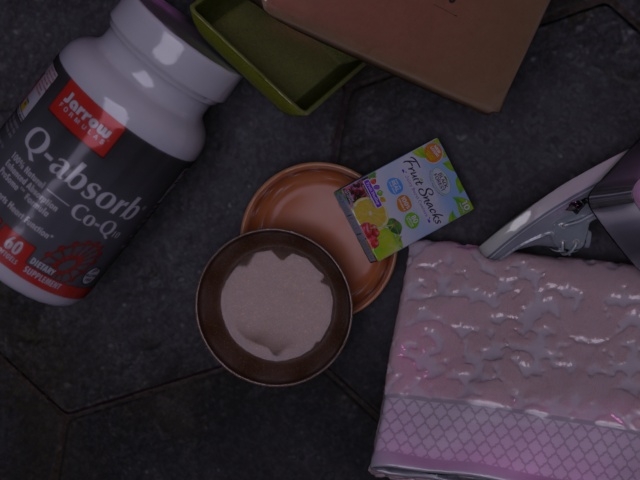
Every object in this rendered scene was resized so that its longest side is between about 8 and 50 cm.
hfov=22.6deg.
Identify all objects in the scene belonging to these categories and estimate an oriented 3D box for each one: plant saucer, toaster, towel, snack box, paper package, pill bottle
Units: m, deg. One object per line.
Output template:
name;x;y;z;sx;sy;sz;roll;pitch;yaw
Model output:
plant saucer;-0.051;-0.237;1.923;0.188;0.188;0.045;43;132;2
toaster;0.414;-0.041;1.845;0.185;0.110;0.168;-45;100;-17
towel;0.240;0.154;1.888;0.331;0.053;0.317;8;63;12
snack box;0.101;-0.049;1.950;0.141;0.037;0.100;-28;94;-15
paper package;0.107;-0.346;1.814;0.324;0.168;0.310;21;101;-21
pill bottle;-0.271;-0.115;1.946;0.210;0.210;0.363;40;102;2
plant saucer;-0.056;0.081;1.986;0.198;0.036;0.199;1;99;9
plant saucer;0.000;0.000;2.003;0.199;0.037;0.200;1;97;9

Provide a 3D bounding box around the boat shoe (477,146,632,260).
boat shoe;0.299;-0.026;1.912;0.227;0.079;0.081;-31;87;-1
